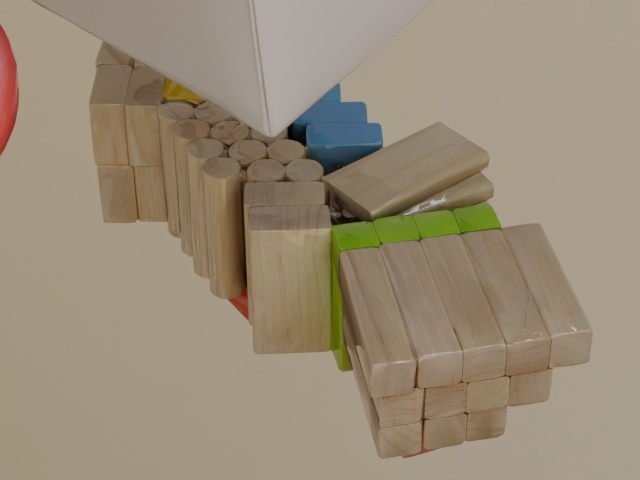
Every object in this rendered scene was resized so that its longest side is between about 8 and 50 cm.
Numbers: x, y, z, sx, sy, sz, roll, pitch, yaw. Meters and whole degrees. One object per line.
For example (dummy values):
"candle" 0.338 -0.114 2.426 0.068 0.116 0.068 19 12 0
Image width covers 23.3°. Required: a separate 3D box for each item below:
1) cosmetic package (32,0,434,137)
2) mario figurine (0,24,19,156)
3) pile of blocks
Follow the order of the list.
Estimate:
"cosmetic package" -0.035 -0.196 0.667 0.224 0.224 0.138 -43 -31 -28
"mario figurine" -0.192 -0.118 0.490 0.198 0.170 0.320 -6 -21 -12
"pile of blocks" 0.000 0.000 0.841 0.149 0.362 0.113 -24 -45 -27
